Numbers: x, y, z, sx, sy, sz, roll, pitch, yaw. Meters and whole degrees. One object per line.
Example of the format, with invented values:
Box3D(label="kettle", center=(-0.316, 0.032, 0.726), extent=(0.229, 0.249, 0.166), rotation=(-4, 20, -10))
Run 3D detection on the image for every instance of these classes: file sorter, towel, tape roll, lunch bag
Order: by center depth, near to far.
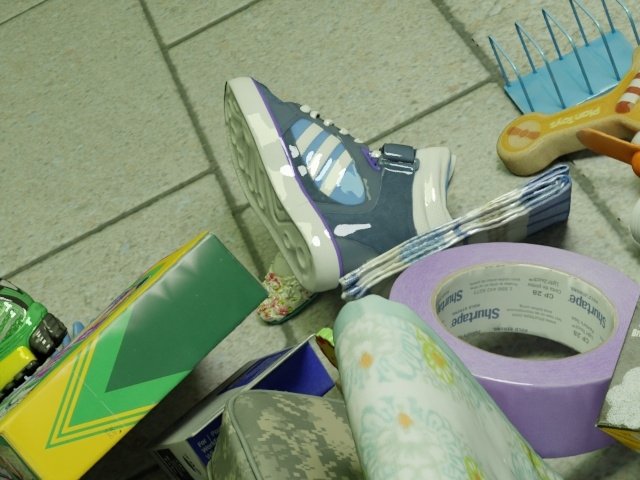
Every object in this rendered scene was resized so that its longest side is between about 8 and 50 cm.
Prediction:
Box3D(label="towel", center=(0.155, 0.250, 1.392), extent=(0.090, 0.374, 0.320), rotation=(-37, 34, 13))
Box3D(label="lunch bag", center=(-0.010, 0.323, 1.532), extent=(0.213, 0.256, 0.305), rotation=(8, 26, -22))
Box3D(label="tape roll", center=(0.203, 0.105, 1.684), extent=(0.275, 0.090, 0.275), rotation=(1, 29, -1))
Box3D(label="towel", center=(0.157, 0.013, 1.870), extent=(0.285, 0.209, 0.034), rotation=(-27, 75, 0))
Box3D(label="file sorter", center=(0.317, -0.242, 2.132), extent=(0.170, 0.104, 0.118), rotation=(-28, 34, 1))

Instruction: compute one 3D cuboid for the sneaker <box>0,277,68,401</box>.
Box3D(label="sneaker", center=(-0.465, 0.174, 2.023), extent=(0.343, 0.146, 0.134), rotation=(-44, 0, 14))

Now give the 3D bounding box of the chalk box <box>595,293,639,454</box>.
Box3D(label="chalk box", center=(0.374, 0.109, 1.554), extent=(0.132, 0.132, 0.213), rotation=(1, 64, 53))

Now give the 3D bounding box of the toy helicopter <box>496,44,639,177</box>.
Box3D(label="toy helicopter", center=(0.369, -0.141, 1.983), extent=(0.355, 0.140, 0.235), rotation=(-18, 44, 32))

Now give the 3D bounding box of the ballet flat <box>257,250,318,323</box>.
Box3D(label="ballet flat", center=(0.000, 0.000, 2.061), extent=(0.241, 0.077, 0.091), rotation=(-43, 37, -19))

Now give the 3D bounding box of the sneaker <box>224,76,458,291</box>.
Box3D(label="sneaker", center=(0.039, -0.088, 2.005), extent=(0.236, 0.130, 0.322), rotation=(-16, 56, -19))

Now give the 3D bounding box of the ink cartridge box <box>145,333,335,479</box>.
Box3D(label="ink cartridge box", center=(-0.085, 0.185, 1.748), extent=(0.165, 0.065, 0.333), rotation=(-38, 1, -15))

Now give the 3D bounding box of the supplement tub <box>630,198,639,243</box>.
Box3D(label="supplement tub", center=(0.399, -0.011, 1.812), extent=(0.071, 0.071, 0.107), rotation=(-40, 37, -16))

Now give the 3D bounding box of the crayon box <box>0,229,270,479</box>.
Box3D(label="crayon box", center=(-0.245, 0.156, 1.861), extent=(0.313, 0.106, 0.363), rotation=(-45, 6, -21))

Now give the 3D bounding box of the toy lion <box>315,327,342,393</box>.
Box3D(label="toy lion", center=(0.035, 0.141, 1.841), extent=(0.034, 0.096, 0.100), rotation=(-40, 37, -16))

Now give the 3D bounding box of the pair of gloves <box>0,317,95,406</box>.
Box3D(label="pair of gloves", center=(-0.357, 0.175, 2.125), extent=(0.198, 0.023, 0.159), rotation=(-19, 36, 11))
